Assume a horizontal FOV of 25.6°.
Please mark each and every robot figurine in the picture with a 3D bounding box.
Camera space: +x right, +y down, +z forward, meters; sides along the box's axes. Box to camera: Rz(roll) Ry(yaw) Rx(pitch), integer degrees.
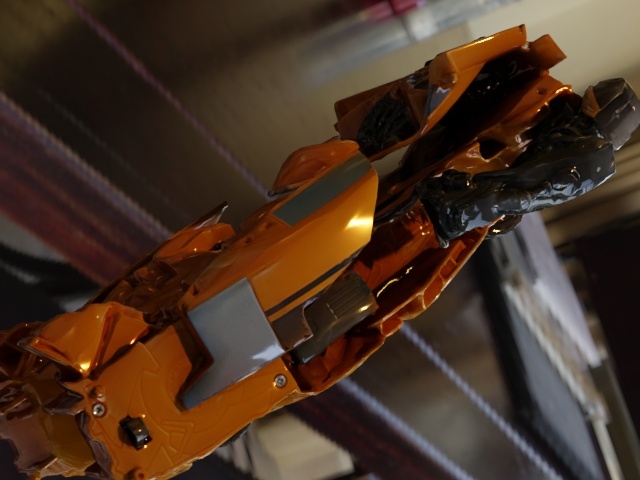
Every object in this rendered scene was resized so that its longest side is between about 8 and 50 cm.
[{"bbox_3d":[0.000,0.000,0.594,0.085,0.291,0.211,59,-26,-8],"label":"robot figurine"}]
